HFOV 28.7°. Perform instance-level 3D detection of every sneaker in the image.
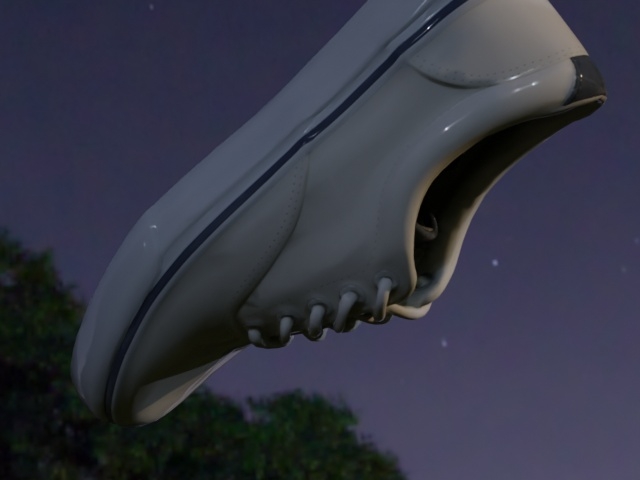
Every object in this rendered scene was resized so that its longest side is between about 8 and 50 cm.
[{"bbox_3d":[0.000,0.000,0.493,0.258,0.091,0.094,-47,-22,20],"label":"sneaker"}]
